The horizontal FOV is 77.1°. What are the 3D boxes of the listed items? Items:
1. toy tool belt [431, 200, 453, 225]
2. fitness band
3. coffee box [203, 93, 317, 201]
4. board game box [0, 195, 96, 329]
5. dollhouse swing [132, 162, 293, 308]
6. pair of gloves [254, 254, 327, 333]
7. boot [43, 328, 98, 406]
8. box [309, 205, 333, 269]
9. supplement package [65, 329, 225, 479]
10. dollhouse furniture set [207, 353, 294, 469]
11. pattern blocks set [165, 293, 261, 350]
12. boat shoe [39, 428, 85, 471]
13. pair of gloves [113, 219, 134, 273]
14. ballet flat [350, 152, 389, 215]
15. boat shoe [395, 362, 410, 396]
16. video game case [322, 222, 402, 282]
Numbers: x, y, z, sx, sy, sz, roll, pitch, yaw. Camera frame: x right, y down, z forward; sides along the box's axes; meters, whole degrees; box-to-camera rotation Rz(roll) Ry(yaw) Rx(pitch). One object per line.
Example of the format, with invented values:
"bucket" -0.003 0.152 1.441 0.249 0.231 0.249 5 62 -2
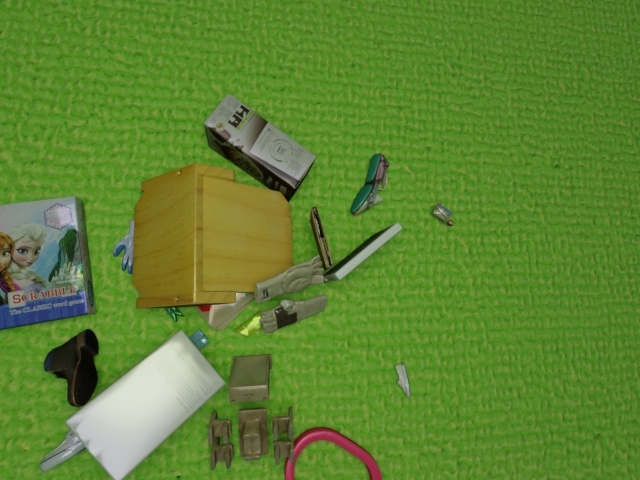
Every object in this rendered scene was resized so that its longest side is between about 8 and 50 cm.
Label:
"toy tool belt" 0.406 -0.089 1.308 0.083 0.052 0.051 32 85 -6
"fitness band" 0.036 0.658 1.124 0.291 0.054 0.209 35 74 -5
"coffee box" -0.173 -0.256 1.158 0.297 0.168 0.119 35 77 -4
"board game box" -0.778 0.063 1.040 0.319 0.066 0.318 -10 83 -13
"dollhouse swing" -0.291 0.006 1.124 0.315 0.305 0.346 -9 78 31
"pair of gloves" -0.079 0.154 1.100 0.204 0.240 0.042 -22 49 -18
"boot" -0.617 0.327 0.987 0.106 0.219 0.082 -23 129 -5
"box" 0.000 0.000 1.137 0.021 0.201 0.164 -16 85 -3
"supplement package" -0.412 0.386 0.974 0.293 0.175 0.177 -39 91 -30
"dollhouse furniture set" -0.182 0.456 1.080 0.212 0.161 0.242 -2 102 -5
"pattern blocks set" -0.271 0.146 1.148 0.325 0.026 0.285 -30 87 -14
"boat shoe" -0.592 0.479 1.016 0.226 0.083 0.076 -29 81 -26
"pair of gloves" -0.473 0.018 1.131 0.198 0.023 0.159 4 81 -12
"ballet flat" 0.168 -0.167 1.267 0.079 0.077 0.221 28 76 -26
"boat shoe" 0.247 0.422 1.212 0.035 0.035 0.100 -13 88 14
"video game case" 0.110 0.041 1.148 0.227 0.206 0.026 -38 90 -14
